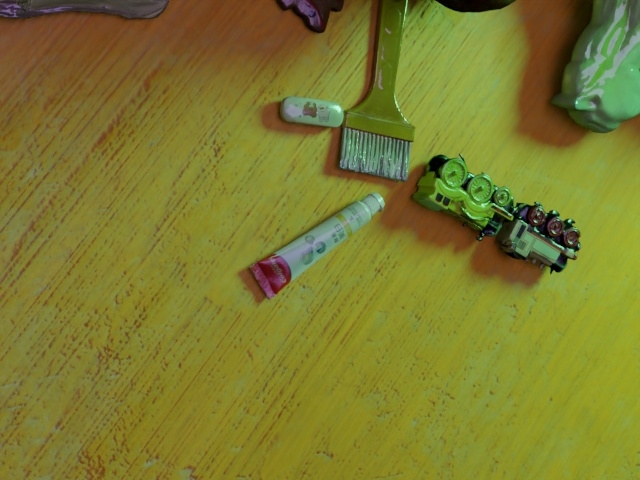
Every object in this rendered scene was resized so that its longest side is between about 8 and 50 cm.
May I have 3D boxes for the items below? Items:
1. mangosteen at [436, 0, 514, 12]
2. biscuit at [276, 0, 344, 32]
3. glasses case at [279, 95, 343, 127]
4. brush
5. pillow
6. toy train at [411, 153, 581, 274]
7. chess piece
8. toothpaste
[{"bbox_3d":[0.183,-0.466,1.601,0.381,0.421,0.381,7,73,-26],"label":"mangosteen"},{"bbox_3d":[-0.003,-0.324,1.711,0.130,0.019,0.119,-40,106,-23],"label":"biscuit"},{"bbox_3d":[-0.010,-0.156,1.701,0.083,0.021,0.032,5,85,-27],"label":"glasses case"},{"bbox_3d":[0.081,-0.214,1.754,0.103,0.013,0.272,10,84,-27],"label":"brush"},{"bbox_3d":[-0.271,-0.311,1.563,0.233,0.038,0.130,-3,93,-29],"label":"pillow"},{"bbox_3d":[0.235,-0.031,1.808,0.250,0.053,0.085,27,85,-24],"label":"toy train"},{"bbox_3d":[0.421,-0.285,1.870,0.176,0.176,0.298,14,96,-26],"label":"chess piece"},{"bbox_3d":[0.000,0.000,1.699,0.190,0.031,0.048,-35,107,-21],"label":"toothpaste"}]
